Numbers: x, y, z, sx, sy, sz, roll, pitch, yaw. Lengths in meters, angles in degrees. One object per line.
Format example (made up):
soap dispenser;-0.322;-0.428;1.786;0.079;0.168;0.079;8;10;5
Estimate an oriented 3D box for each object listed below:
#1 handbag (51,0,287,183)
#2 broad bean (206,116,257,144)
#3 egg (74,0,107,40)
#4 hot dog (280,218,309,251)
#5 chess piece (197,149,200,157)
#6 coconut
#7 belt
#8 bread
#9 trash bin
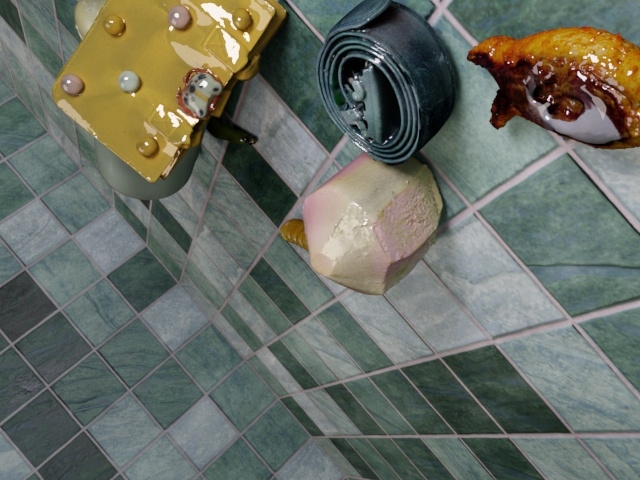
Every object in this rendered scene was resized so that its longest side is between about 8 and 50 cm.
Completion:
handbag;-0.274;-0.331;1.143;0.283;0.401;0.133;42;-165;1
broad bean;-0.262;-0.289;1.584;0.297;0.043;0.060;35;142;29
egg;-0.474;-0.497;1.486;0.164;0.164;0.201;25;178;44
hot dog;0.000;0.004;1.512;0.286;0.088;0.061;19;137;45
chess piece;-0.516;-0.347;1.869;0.397;0.117;0.117;38;154;29
coconut;0.083;-0.023;1.117;0.233;0.245;0.233;36;154;21
belt;0.096;-0.239;0.938;0.206;0.116;0.267;36;156;21
bread;0.282;-0.182;0.741;0.269;0.095;0.139;38;156;58
trash bin;-0.387;-0.297;1.451;0.280;0.280;0.432;47;150;7
